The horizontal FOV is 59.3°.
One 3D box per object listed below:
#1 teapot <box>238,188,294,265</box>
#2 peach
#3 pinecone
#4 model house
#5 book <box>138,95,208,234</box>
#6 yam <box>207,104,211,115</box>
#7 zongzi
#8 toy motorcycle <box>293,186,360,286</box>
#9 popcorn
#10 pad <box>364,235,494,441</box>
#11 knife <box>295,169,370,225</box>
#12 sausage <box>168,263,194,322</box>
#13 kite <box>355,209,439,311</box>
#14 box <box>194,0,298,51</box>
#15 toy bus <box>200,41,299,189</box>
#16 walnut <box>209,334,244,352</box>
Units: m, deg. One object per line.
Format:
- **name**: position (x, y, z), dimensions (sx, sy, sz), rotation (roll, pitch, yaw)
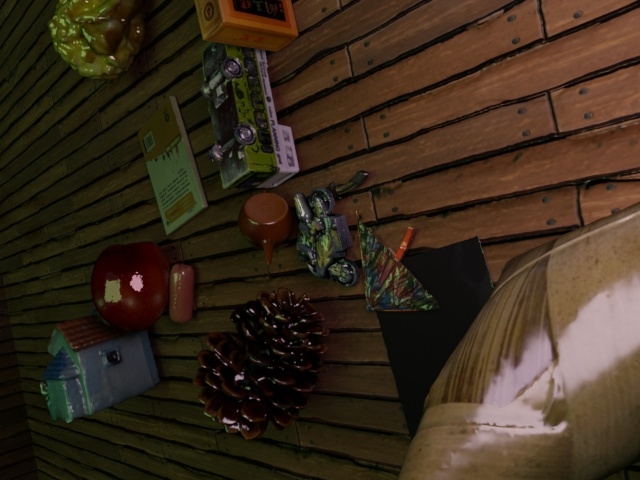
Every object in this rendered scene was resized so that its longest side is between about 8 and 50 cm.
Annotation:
- **teapot**: position (-0.108, -0.032, 1.123), dimensions (0.116, 0.116, 0.173), rotation (-52, 35, 38)
- **peach**: position (-0.487, 0.119, 1.459), dimensions (0.243, 0.199, 0.244), rotation (-178, 90, -76)
- **pinecone**: position (-0.103, 0.217, 1.066), dimensions (0.246, 0.246, 0.292), rotation (42, 114, 32)
- **model house**: position (-0.638, 0.291, 1.580), dimensions (0.251, 0.294, 0.330), rotation (-4, 97, 42)
- **book**: position (-0.380, -0.184, 1.426), dimensions (0.207, 0.020, 0.296), rotation (-26, 79, 45)
- **yam**: position (-0.203, -0.295, 1.208), dimensions (0.094, 0.043, 0.043), rotation (-13, 88, 48)
- **zongzi**: position (0.321, 0.091, 0.447), dimensions (0.500, 0.467, 0.218), rotation (-34, 94, 42)
- **toy motorcycle**: position (0.000, 0.000, 1.036), dimensions (0.124, 0.061, 0.194), rotation (-16, 96, 40)
- **popcorn**: position (-0.542, -0.538, 1.406), dimensions (0.251, 0.205, 0.237), rotation (-25, 62, 28)
- **pad**: position (0.205, 0.199, 0.905), dimensions (0.247, 0.007, 0.368), rotation (-22, 81, 46)
- **knife**: position (0.014, -0.085, 1.036), dimensions (0.222, 0.021, 0.046), rotation (-32, 89, 47)
- **sausage**: position (-0.351, 0.133, 1.424), dimensions (0.062, 0.062, 0.154), rotation (22, 113, 41)
- **kite**: position (0.114, 0.050, 0.960), dimensions (0.232, 0.009, 0.189), rotation (47, 128, 30)
- **box**: position (-0.152, -0.496, 1.024), dimensions (0.076, 0.174, 0.274), rotation (-17, 84, 47)
- **toy bus**: position (-0.143, -0.250, 1.093), dimensions (0.113, 0.139, 0.302), rotation (-25, 72, 45)
- **walnut**: position (-0.209, 0.259, 1.287), dimensions (0.096, 0.078, 0.083), rotation (41, 126, 33)
